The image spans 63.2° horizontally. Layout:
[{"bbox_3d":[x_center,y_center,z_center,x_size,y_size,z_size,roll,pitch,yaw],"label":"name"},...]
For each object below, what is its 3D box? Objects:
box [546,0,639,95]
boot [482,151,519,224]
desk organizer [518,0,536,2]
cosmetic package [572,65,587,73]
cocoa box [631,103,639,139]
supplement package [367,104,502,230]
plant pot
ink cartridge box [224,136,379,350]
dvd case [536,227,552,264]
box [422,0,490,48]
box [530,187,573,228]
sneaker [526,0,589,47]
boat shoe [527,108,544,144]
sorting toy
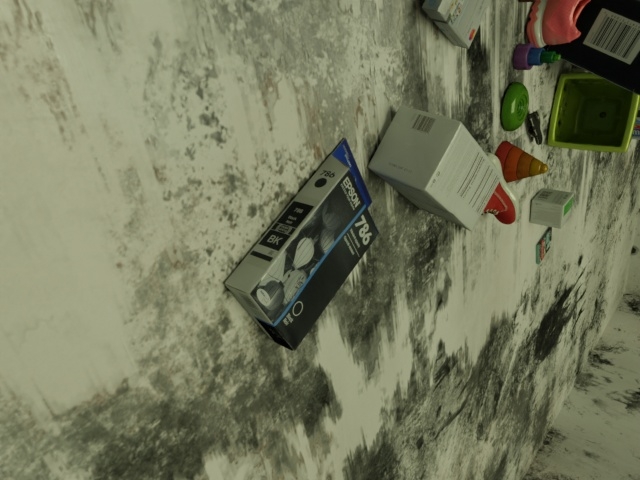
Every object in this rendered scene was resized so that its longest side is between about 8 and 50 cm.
[{"bbox_3d":[0.877,-0.611,1.457,0.395,0.294,0.212,-37,154,-37],"label":"box"},{"bbox_3d":[0.408,-0.076,1.300,0.244,0.088,0.176,46,67,-39],"label":"boot"},{"bbox_3d":[0.520,-0.643,1.259,0.130,0.047,0.050,-62,142,-14],"label":"desk organizer"},{"bbox_3d":[0.864,-0.580,1.698,0.115,0.041,0.060,-58,140,-18],"label":"cosmetic package"},{"bbox_3d":[1.134,-0.503,1.805,0.231,0.347,0.228,-59,140,-17],"label":"cocoa box"},{"bbox_3d":[0.228,-0.133,1.006,0.244,0.139,0.133,26,93,-52],"label":"supplement package"},{"bbox_3d":[0.867,-0.394,1.632,0.207,0.228,0.227,-11,111,-54],"label":"plant pot"},{"bbox_3d":[0.000,0.000,0.853,0.332,0.065,0.165,-54,137,-24],"label":"ink cartridge box"},{"bbox_3d":[0.797,0.017,1.854,0.119,0.013,0.087,-43,132,-31],"label":"dvd case"},{"bbox_3d":[0.272,-0.471,0.992,0.186,0.038,0.145,5,111,-56],"label":"box"},{"bbox_3d":[0.745,-0.104,1.677,0.101,0.102,0.087,-36,130,-39],"label":"box"},{"bbox_3d":[0.627,-0.646,1.315,0.116,0.136,0.313,-4,106,-51],"label":"sneaker"},{"bbox_3d":[0.618,-0.321,1.499,0.125,0.038,0.046,56,18,-50],"label":"boat shoe"},{"bbox_3d":[0.547,-0.316,1.346,0.127,0.126,0.365,-14,114,-47],"label":"sorting toy"}]
